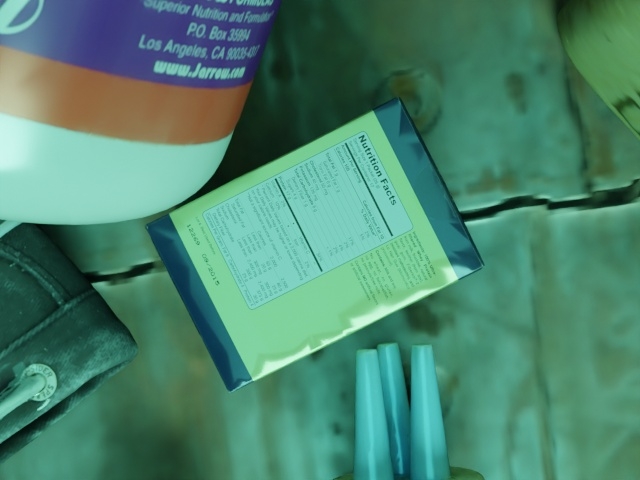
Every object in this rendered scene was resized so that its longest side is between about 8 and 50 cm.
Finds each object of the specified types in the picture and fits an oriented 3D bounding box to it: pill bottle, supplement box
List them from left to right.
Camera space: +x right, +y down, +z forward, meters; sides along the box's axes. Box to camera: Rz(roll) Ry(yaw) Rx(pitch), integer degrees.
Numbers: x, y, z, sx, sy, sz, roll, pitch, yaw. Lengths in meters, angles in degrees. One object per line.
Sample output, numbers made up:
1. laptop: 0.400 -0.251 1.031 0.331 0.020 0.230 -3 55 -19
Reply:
1. pill bottle: -0.064 -0.179 0.495 0.181 0.181 0.323 21 104 1
2. supplement box: 0.000 0.000 0.573 0.083 0.083 0.056 -27 91 3

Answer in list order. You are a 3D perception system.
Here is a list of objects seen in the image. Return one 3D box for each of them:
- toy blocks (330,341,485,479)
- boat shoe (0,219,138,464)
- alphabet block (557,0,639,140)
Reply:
1. toy blocks: -0.007 0.109 0.591 0.123 0.054 0.148 -4 91 2
2. boat shoe: -0.184 0.111 0.578 0.301 0.108 0.102 -44 88 -5
3. alphabet block: 0.200 -0.057 0.509 0.192 0.197 0.193 -40 90 2
